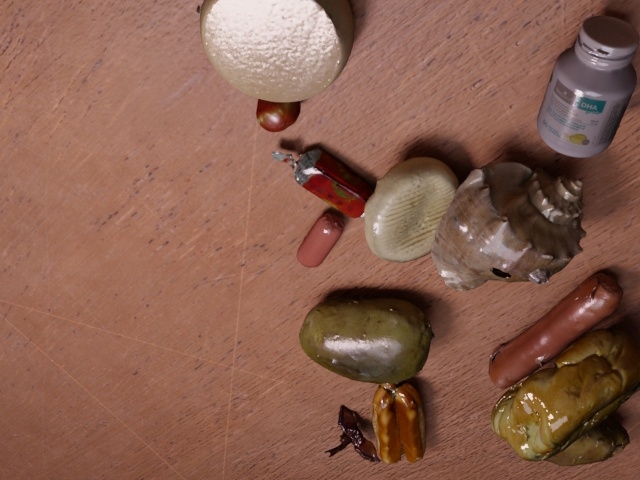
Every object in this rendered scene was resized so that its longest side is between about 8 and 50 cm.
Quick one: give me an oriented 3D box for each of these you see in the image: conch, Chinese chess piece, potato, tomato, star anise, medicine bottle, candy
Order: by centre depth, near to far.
[{"bbox_3d":[0.447,-0.255,1.527,0.135,0.135,0.215,11,137,4],"label":"medicine bottle"},{"bbox_3d":[-0.074,-0.364,1.588,0.273,0.102,0.273,7,138,7],"label":"Chinese chess piece"},{"bbox_3d":[0.349,-0.013,1.722,0.263,0.186,0.324,34,107,-20],"label":"conch"},{"bbox_3d":[-0.082,-0.245,1.725,0.087,0.087,0.075,-14,127,28],"label":"tomato"},{"bbox_3d":[0.032,-0.111,1.848,0.292,0.059,0.086,31,135,-16],"label":"candy"},{"bbox_3d":[0.104,0.221,2.089,0.307,0.173,0.210,7,138,12],"label":"potato"},{"bbox_3d":[0.596,0.466,2.210,0.296,0.141,0.191,7,177,-8],"label":"potato"},{"bbox_3d":[0.062,0.538,2.429,0.158,0.144,0.141,33,150,42],"label":"star anise"}]

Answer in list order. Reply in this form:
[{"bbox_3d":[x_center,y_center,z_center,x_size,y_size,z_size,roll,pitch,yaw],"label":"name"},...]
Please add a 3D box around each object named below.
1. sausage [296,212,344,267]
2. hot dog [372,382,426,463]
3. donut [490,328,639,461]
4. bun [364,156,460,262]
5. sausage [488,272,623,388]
[{"bbox_3d":[0.000,0.000,1.969,0.062,0.062,0.154,24,136,-10],"label":"sausage"},{"bbox_3d":[0.200,0.455,2.358,0.135,0.100,0.337,-4,135,8],"label":"hot dog"},{"bbox_3d":[0.533,0.331,1.983,0.170,0.360,0.360,53,142,23],"label":"donut"},{"bbox_3d":[0.167,-0.067,1.794,0.222,0.127,0.222,-13,127,-17],"label":"bun"},{"bbox_3d":[0.498,0.207,2.019,0.094,0.094,0.419,41,135,2],"label":"sausage"}]
